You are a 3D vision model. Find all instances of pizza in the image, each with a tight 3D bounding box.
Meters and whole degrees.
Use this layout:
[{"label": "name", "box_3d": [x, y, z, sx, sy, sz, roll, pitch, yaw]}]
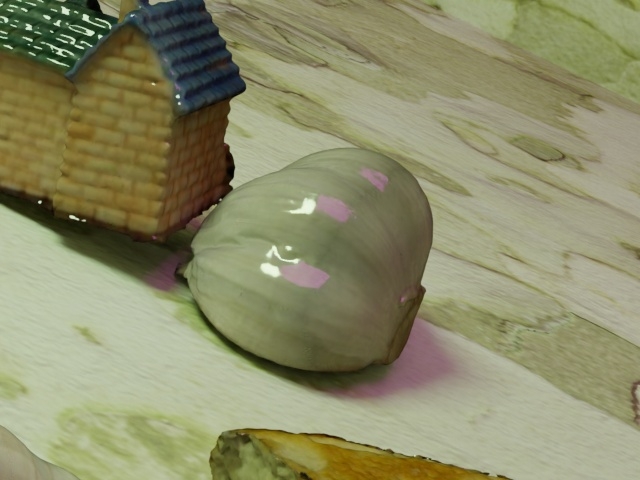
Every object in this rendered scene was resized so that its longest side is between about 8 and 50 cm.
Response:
[{"label": "pizza", "box_3d": [0.096, 0.192, 0.976, 0.323, 0.089, 0.223, 17, 14, -14]}]

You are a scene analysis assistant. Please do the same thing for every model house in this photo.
[{"label": "model house", "box_3d": [-0.158, -0.114, 1.330, 0.183, 0.172, 0.166, 14, 19, 13]}]

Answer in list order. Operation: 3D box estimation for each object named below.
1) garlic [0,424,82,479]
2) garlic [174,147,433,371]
[{"label": "garlic", "box_3d": [-0.168, 0.152, 0.683, 0.199, 0.199, 0.226, 13, -4, -28]}, {"label": "garlic", "box_3d": [0.000, 0.000, 1.310, 0.178, 0.142, 0.229, 26, 27, 4]}]
